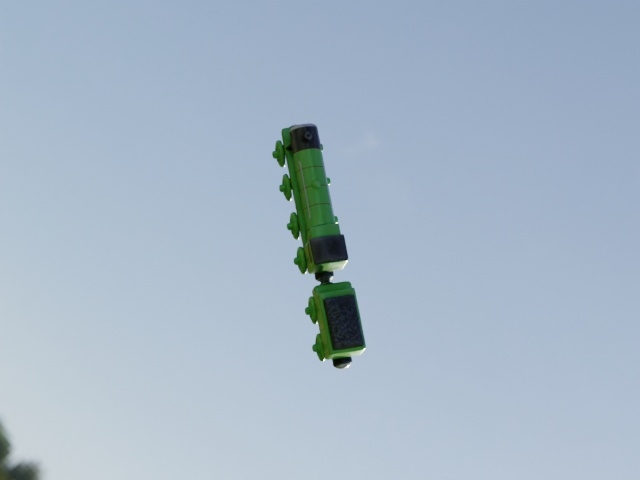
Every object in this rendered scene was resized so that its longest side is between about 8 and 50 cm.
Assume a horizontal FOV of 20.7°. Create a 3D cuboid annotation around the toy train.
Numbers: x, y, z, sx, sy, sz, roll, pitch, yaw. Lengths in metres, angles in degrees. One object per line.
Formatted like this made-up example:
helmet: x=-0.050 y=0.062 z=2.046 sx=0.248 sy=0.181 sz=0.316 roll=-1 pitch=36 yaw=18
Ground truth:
toy train: x=0.000 y=0.000 z=0.567 sx=0.024 sy=0.017 sz=0.083 roll=120 pitch=-40 yaw=-73
